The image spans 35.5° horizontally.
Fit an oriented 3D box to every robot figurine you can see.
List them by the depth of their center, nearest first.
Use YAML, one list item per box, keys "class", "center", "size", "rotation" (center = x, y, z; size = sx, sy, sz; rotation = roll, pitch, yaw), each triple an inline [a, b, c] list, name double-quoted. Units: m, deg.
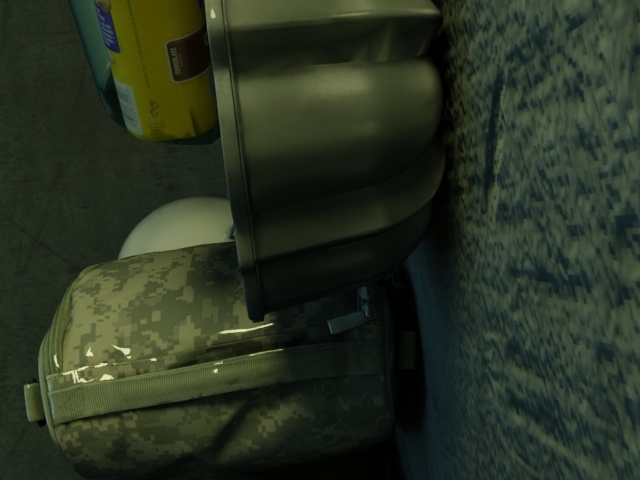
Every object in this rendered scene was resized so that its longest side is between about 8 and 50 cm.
- class: "robot figurine"
  center: [-0.139, 0.063, 1.190]
  size: [0.353, 0.200, 0.299]
  rotation: [121, 167, -76]

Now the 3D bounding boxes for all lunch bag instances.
- class: "lunch bag"
  center: [-0.074, 0.106, 0.873]
  size: [0.256, 0.305, 0.212]
  rotation: [-6, -93, -89]

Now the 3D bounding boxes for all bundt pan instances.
- class: "bundt pan"
  center: [-0.002, -0.119, 0.618]
  size: [0.331, 0.124, 0.330]
  rotation: [173, 90, -87]

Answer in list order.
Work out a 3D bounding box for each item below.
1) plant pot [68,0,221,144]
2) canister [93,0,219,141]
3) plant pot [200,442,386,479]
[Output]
- class: "plant pot"
  center: [-0.130, -0.302, 1.032]
  size: [0.341, 0.341, 0.334]
  rotation: [90, 164, -67]
- class: "canister"
  center: [-0.105, -0.163, 0.624]
  size: [0.126, 0.073, 0.169]
  rotation: [-99, 3, -47]
- class: "plant pot"
  center: [-0.025, 0.252, 1.098]
  size: [0.263, 0.263, 0.229]
  rotation: [88, -166, -56]
